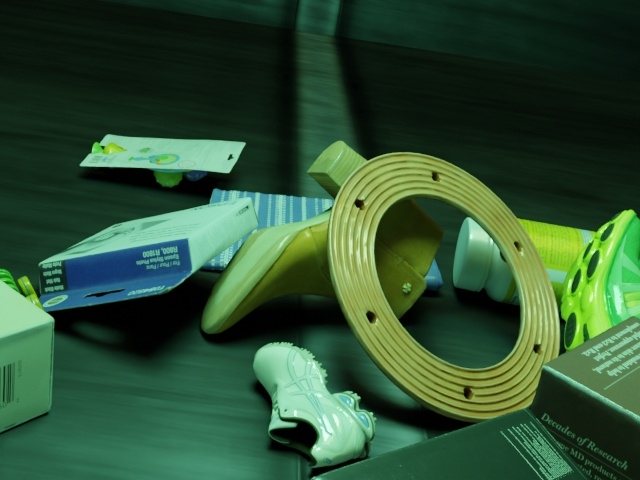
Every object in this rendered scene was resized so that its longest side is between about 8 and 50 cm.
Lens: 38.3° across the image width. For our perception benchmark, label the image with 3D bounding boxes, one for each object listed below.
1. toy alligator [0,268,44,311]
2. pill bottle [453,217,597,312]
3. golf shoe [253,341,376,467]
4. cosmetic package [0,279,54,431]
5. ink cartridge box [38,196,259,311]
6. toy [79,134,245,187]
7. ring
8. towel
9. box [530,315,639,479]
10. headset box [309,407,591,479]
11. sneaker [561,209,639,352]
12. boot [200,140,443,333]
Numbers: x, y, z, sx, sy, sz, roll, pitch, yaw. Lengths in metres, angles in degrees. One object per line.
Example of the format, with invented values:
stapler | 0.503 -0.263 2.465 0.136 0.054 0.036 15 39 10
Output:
toy alligator | -0.331 0.077 0.994 0.056 0.051 0.190 -28 39 -15
pill bottle | 0.295 0.033 1.269 0.208 0.119 0.119 10 24 0
golf shoe | -0.027 0.163 0.928 0.086 0.069 0.176 -18 34 -36
cosmetic package | -0.417 0.079 0.906 0.309 0.113 0.160 27 29 32
ink cartridge box | -0.217 0.015 1.094 0.223 0.045 0.224 -10 15 24
toy | -0.250 -0.122 1.487 0.237 0.056 0.137 6 27 4
ring | 0.145 0.050 1.069 0.336 0.032 0.336 18 54 -27
towel | 0.000 0.000 1.347 0.336 0.040 0.243 5 26 -6
box | 0.272 0.204 0.779 0.167 0.203 0.168 28 29 37
headset box | 0.103 0.249 0.542 0.283 0.131 0.246 0 44 -53
sneaker | 0.366 0.095 1.121 0.123 0.109 0.295 23 54 -9
boot | 0.015 0.047 1.128 0.211 0.295 0.104 43 -9 -24
